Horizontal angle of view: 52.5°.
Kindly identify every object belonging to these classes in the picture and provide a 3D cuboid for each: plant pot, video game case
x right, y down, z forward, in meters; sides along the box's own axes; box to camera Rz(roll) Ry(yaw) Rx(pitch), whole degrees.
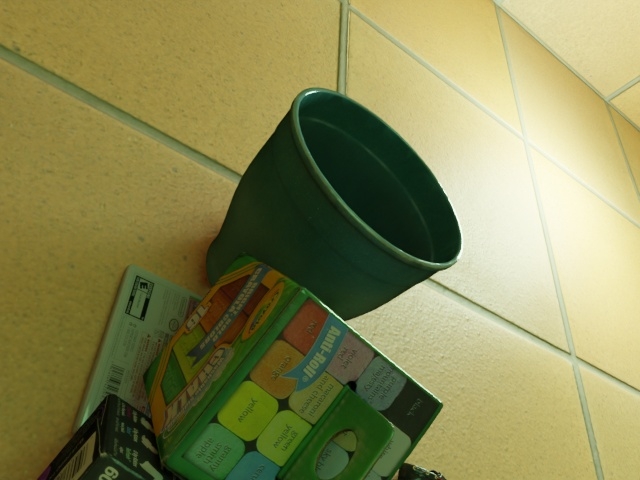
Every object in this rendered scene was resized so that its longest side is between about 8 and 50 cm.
[{"bbox_3d":[-0.007,-0.009,0.833,0.272,0.255,0.271,32,34,-25],"label":"plant pot"},{"bbox_3d":[-0.165,0.154,0.758,0.193,0.023,0.212,29,44,-26],"label":"video game case"}]

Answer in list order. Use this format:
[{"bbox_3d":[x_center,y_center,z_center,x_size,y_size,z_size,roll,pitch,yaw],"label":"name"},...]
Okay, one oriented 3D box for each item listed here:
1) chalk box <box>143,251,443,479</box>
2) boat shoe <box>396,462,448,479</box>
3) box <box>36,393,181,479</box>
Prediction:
[{"bbox_3d":[-0.032,0.147,0.596,0.179,0.289,0.180,41,81,-18],"label":"chalk box"},{"bbox_3d":[0.165,0.348,0.922,0.133,0.049,0.042,25,55,-25],"label":"boat shoe"},{"bbox_3d":[-0.126,0.288,0.553,0.270,0.143,0.165,41,84,-16],"label":"box"}]
